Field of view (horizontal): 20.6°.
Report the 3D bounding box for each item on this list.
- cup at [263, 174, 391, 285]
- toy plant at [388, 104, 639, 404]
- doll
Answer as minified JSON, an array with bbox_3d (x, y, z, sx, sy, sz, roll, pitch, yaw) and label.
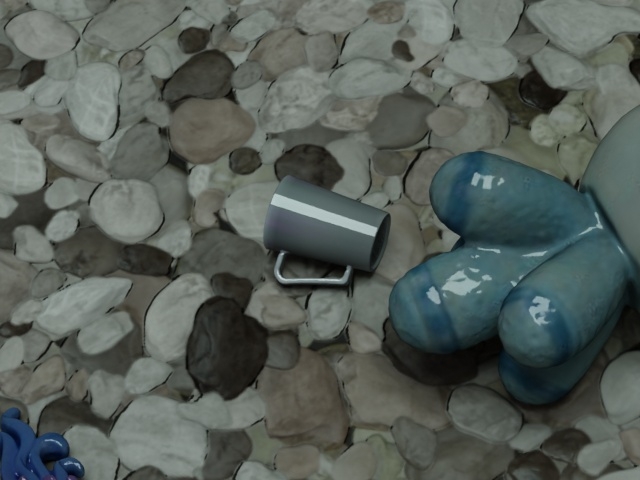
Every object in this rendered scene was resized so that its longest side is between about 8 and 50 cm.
[{"bbox_3d":[0.000,0.000,1.716,0.116,0.074,0.104,18,83,13],"label":"cup"},{"bbox_3d":[0.220,0.019,1.581,0.332,0.247,0.247,-21,55,-3],"label":"toy plant"},{"bbox_3d":[-0.261,0.225,1.587,0.110,0.067,0.206,-17,43,-16],"label":"doll"}]
